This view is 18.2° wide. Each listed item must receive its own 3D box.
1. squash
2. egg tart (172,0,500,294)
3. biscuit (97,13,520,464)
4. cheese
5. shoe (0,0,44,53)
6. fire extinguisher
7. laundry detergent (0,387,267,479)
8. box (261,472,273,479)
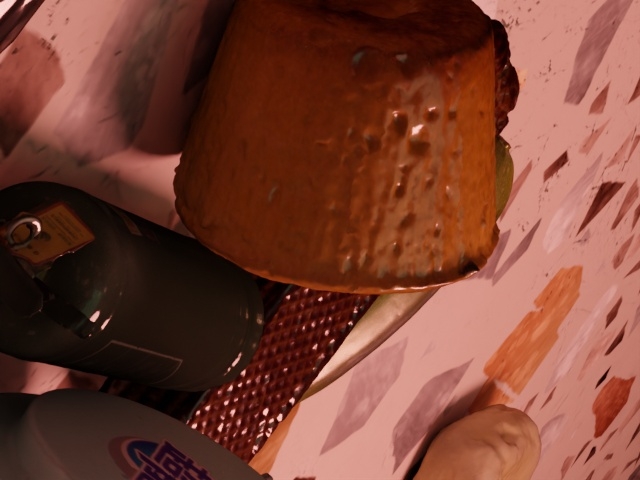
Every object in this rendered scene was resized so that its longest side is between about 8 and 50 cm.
[{"bbox_3d":[0.012,0.044,1.444,0.341,0.094,0.094,-42,158,-10],"label":"squash"},{"bbox_3d":[0.021,-0.072,1.161,0.202,0.202,0.147,-29,138,-51],"label":"egg tart"},{"bbox_3d":[0.000,0.000,1.344,0.388,0.073,0.107,-51,149,-17],"label":"biscuit"},{"bbox_3d":[0.135,0.292,2.116,0.159,0.093,0.263,-19,140,-54],"label":"cheese"},{"bbox_3d":[-0.221,-0.078,0.619,0.384,0.171,0.237,-52,165,12],"label":"shoe"},{"bbox_3d":[-0.120,0.030,1.105,0.095,0.114,0.311,-50,159,5],"label":"fire extinguisher"},{"bbox_3d":[-0.153,0.257,1.122,0.305,0.287,0.287,-60,159,12],"label":"laundry detergent"},{"bbox_3d":[-0.087,0.214,1.544,0.074,0.054,0.099,-32,149,-52],"label":"box"}]
